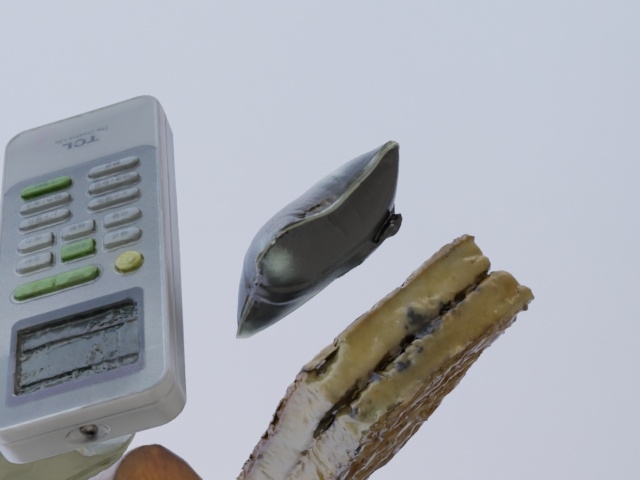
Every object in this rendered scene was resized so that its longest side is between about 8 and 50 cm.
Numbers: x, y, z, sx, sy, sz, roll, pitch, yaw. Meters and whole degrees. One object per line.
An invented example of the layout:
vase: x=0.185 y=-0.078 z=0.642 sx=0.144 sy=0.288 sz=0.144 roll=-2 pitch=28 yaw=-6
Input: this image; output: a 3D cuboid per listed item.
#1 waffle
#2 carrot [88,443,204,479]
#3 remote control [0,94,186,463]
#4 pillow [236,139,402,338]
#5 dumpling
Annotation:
waffle: x=0.043 y=0.139 z=1.387 sx=0.213 sy=0.091 sz=0.308 roll=-37 pitch=-13 yaw=-30
carrot: x=-0.251 y=0.350 z=1.698 sx=0.196 sy=0.254 sz=0.196 roll=43 pitch=-148 yaw=-36
remote control: x=-0.127 y=0.012 z=0.857 sx=0.103 sy=0.250 sz=0.034 roll=-16 pitch=-49 yaw=7
pillow: x=-0.002 y=-0.002 z=0.932 sx=0.136 sy=0.091 sz=0.055 roll=-36 pitch=-86 yaw=-36
dumpling: x=-0.303 y=0.173 z=1.506 sx=0.250 sy=0.162 sz=0.132 roll=1 pitch=-48 yaw=-8
